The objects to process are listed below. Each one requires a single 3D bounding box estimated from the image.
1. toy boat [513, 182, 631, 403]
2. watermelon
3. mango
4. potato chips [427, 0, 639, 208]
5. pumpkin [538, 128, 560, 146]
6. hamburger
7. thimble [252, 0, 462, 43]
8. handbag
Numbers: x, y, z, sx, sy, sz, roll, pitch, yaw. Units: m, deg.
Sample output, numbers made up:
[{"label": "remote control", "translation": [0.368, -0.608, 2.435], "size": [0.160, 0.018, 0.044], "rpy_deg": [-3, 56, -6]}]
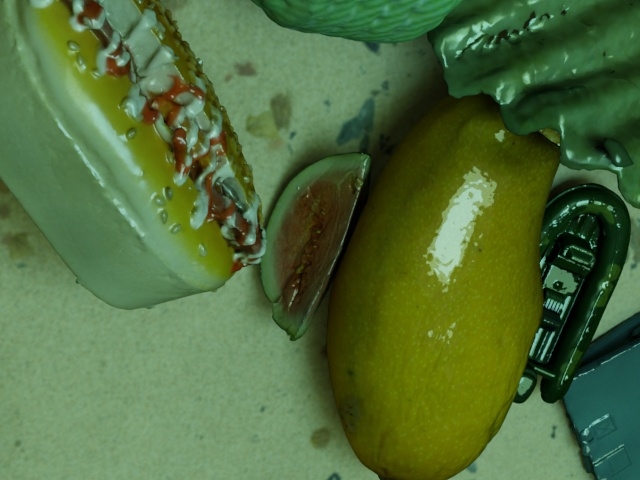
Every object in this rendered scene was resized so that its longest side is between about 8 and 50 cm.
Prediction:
[{"label": "toy boat", "translation": [0.211, 0.047, 1.366], "size": [0.104, 0.052, 0.210], "rpy_deg": [23, 96, -11]}, {"label": "watermelon", "translation": [-0.011, -0.005, 1.253], "size": [0.069, 0.087, 0.163], "rpy_deg": [23, 95, 5]}, {"label": "mango", "translation": [0.099, 0.041, 1.262], "size": [0.187, 0.144, 0.359], "rpy_deg": [-3, 111, -22]}, {"label": "potato chips", "translation": [0.265, -0.185, 1.235], "size": [0.389, 0.097, 0.373], "rpy_deg": [1, 73, -31]}, {"label": "pumpkin", "translation": [0.164, -0.085, 1.311], "size": [0.074, 0.054, 0.083], "rpy_deg": [27, 114, -24]}, {"label": "hamburger", "translation": [-0.144, -0.091, 1.087], "size": [0.151, 0.227, 0.295], "rpy_deg": [-31, 117, 11]}, {"label": "thimble", "translation": [0.026, -0.254, 1.121], "size": [0.150, 0.219, 0.219], "rpy_deg": [4, 103, -22]}, {"label": "handbag", "translation": [0.315, 0.184, 1.453], "size": [0.144, 0.057, 0.221], "rpy_deg": [-29, 114, -9]}]
